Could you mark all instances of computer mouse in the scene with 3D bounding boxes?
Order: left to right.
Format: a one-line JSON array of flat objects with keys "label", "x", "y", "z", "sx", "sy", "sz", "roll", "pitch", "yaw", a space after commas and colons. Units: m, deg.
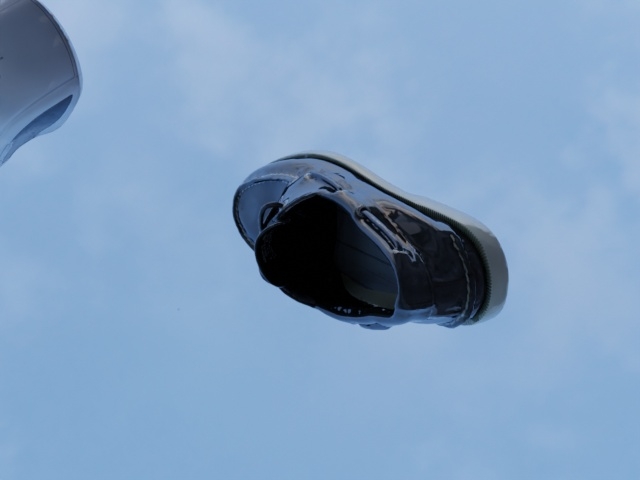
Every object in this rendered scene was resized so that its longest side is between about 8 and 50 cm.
[{"label": "computer mouse", "x": -0.191, "y": -0.065, "z": 0.502, "sx": 0.042, "sy": 0.193, "sz": 0.106, "roll": -36, "pitch": -84, "yaw": -44}]

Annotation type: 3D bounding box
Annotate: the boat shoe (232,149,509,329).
[{"label": "boat shoe", "x": 0.000, "y": 0.004, "z": 0.837, "sx": 0.113, "sy": 0.340, "sz": 0.127, "roll": -15, "pitch": -63, "yaw": -35}]
